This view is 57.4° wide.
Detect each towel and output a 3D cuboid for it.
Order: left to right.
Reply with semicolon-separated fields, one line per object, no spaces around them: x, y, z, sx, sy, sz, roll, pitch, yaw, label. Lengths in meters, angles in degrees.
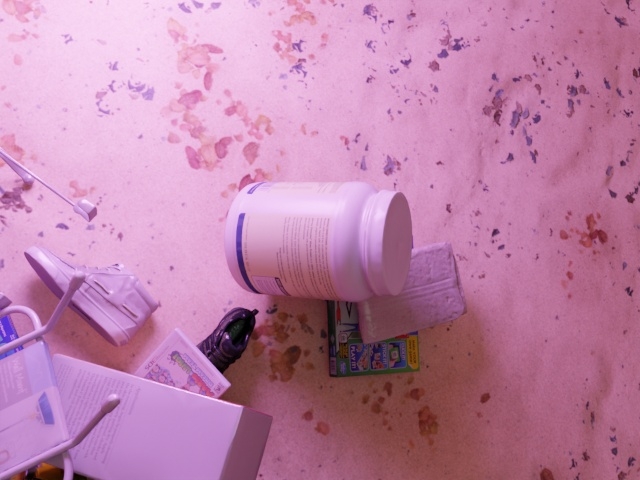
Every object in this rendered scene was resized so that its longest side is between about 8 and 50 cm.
0.198;0.112;1.317;0.282;0.049;0.187;-10;85;-25;towel

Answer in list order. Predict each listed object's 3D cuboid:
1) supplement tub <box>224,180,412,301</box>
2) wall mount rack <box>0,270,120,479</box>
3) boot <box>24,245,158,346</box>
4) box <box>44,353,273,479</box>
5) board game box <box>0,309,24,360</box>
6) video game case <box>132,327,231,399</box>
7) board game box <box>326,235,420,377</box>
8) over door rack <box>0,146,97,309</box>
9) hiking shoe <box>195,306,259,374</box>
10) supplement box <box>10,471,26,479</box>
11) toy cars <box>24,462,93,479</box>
0.000;0.000;1.165;0.325;0.235;0.235;3;72;24;supplement tub
-0.438;0.220;0.883;0.304;0.130;0.350;-27;66;0;wall mount rack
-0.445;0.082;1.153;0.258;0.095;0.123;47;58;-10;boot
-0.286;0.330;1.001;0.345;0.215;0.168;12;71;13;box
-0.676;0.179;1.062;0.210;0.047;0.160;-23;86;-21;board game box
-0.275;0.276;1.140;0.157;0.019;0.143;45;97;10;video game case
0.118;0.142;1.326;0.214;0.046;0.317;1;81;-24;board game box
-0.610;-0.038;1.088;0.324;0.108;0.239;32;67;12;over door rack
-0.209;0.225;1.177;0.086;0.114;0.226;36;69;-8;hiking shoe
-0.557;0.503;1.012;0.080;0.078;0.233;-2;79;-20;supplement box
-0.357;0.455;0.970;0.394;0.176;0.087;9;84;20;toy cars
